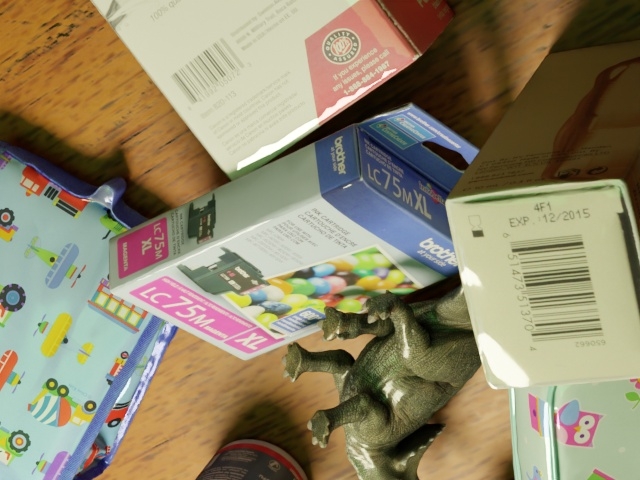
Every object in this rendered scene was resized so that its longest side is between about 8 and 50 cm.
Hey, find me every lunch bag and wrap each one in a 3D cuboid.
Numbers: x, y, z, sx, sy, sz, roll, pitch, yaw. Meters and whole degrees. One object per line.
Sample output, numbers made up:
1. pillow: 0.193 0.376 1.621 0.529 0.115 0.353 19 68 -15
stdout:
1. lunch bag: 0.286 0.120 1.355 0.279 0.108 0.224 -15 116 -11
2. lunch bag: -0.254 0.064 1.609 0.221 0.138 0.293 32 112 8

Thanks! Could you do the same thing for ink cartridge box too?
1. ink cartridge box: 0.000 0.000 1.446 0.311 0.065 0.186 -26 144 28
2. ink cartridge box: -0.063 -0.222 1.389 0.207 0.117 0.283 -32 100 31

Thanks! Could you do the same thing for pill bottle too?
1. pill bottle: -0.086 0.269 1.595 0.108 0.180 0.108 9 117 18

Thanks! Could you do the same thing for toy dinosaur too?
1. toy dinosaur: 0.074 0.102 1.493 0.121 0.160 0.313 50 122 46

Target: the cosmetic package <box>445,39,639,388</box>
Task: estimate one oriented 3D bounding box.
1. cosmetic package: 0.202 -0.029 1.272 0.129 0.296 0.153 -6 113 24
